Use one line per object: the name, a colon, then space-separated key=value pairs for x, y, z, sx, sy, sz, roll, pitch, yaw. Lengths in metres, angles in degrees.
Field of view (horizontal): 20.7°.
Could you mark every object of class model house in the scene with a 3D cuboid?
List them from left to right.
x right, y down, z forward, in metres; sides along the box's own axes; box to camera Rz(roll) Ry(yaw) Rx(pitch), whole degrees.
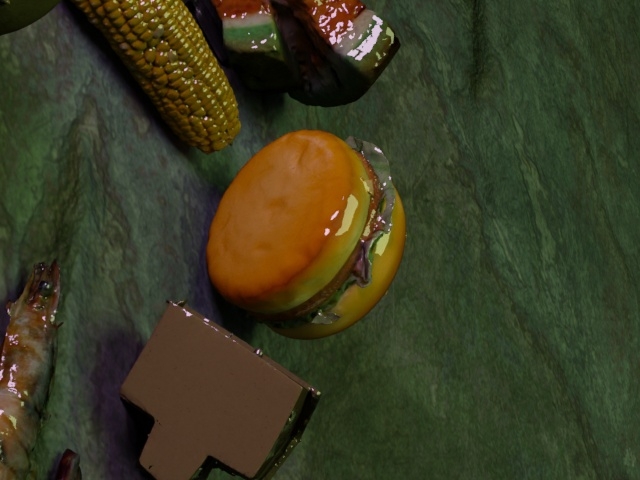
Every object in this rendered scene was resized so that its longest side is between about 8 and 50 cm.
model house: x=-0.111 y=0.184 z=1.837 sx=0.176 sy=0.181 sz=0.248 roll=-58 pitch=171 yaw=-4

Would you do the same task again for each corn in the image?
corn: x=-0.178 y=-0.221 z=1.928 sx=0.313 sy=0.102 sz=0.102 roll=52 pitch=36 yaw=-36

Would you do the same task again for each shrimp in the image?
shrimp: x=-0.262 y=0.163 z=1.647 sx=0.169 sy=0.058 sz=0.296 roll=61 pitch=29 yaw=-47

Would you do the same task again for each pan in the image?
pan: x=-0.163 y=-0.302 z=2.067 sx=0.136 sy=0.028 sz=0.235 roll=-76 pitch=150 yaw=-45

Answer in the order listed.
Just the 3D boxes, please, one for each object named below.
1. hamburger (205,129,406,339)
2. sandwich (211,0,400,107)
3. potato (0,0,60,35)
hamburger: x=-0.001 y=0.001 z=1.981 sx=0.170 sy=0.246 sz=0.246 roll=36 pitch=46 yaw=-39
sandwich: x=-0.056 y=-0.276 z=2.087 sx=0.162 sy=0.250 sz=0.301 roll=-41 pitch=108 yaw=-19
potato: x=-0.366 y=-0.326 z=1.510 sx=0.359 sy=0.270 sz=0.219 roll=32 pitch=52 yaw=-22
